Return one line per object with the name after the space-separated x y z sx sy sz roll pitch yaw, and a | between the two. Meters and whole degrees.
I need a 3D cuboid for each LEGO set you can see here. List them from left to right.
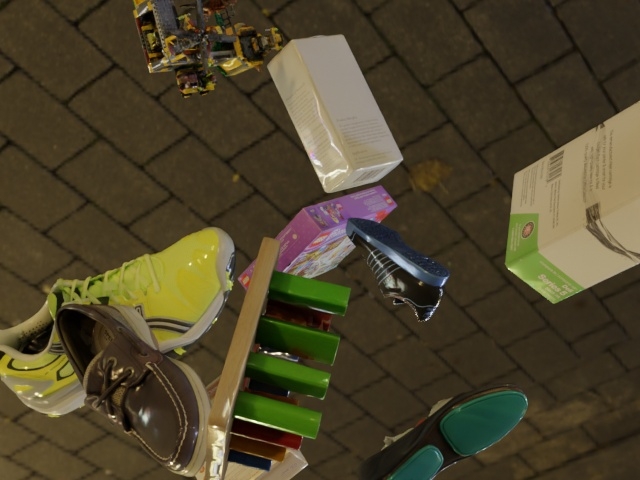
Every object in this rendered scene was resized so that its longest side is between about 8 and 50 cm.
-0.158 -0.392 1.421 0.192 0.332 0.254 -12 176 44 | LEGO set

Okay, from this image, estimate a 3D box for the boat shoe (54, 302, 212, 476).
-0.202 0.146 1.005 0.092 0.285 0.103 15 107 -37 | boat shoe

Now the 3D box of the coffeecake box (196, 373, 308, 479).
-0.129 0.305 1.479 0.142 0.185 0.068 -39 142 1 | coffeecake box

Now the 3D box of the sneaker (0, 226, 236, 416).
-0.285 0.103 1.341 0.384 0.145 0.147 -36 134 6 | sneaker

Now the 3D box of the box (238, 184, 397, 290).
0.000 0.000 1.801 0.201 0.057 0.293 -45 167 30 | box

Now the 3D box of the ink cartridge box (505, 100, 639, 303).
0.407 -0.060 1.383 0.114 0.198 0.272 36 136 -22 | ink cartridge box

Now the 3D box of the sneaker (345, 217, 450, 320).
0.111 0.043 1.584 0.081 0.232 0.091 1 116 -39 | sneaker

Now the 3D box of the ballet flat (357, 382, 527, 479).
0.122 0.206 1.026 0.203 0.074 0.074 -36 132 -6 | ballet flat

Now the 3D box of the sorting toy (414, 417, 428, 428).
0.241 0.373 1.993 0.101 0.042 0.061 -9 121 5 | sorting toy

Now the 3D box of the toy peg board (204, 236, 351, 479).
-0.034 0.111 0.786 0.079 0.161 0.161 15 148 1 | toy peg board

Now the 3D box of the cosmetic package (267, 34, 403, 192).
0.022 -0.200 1.523 0.117 0.231 0.085 -15 165 -42 | cosmetic package
